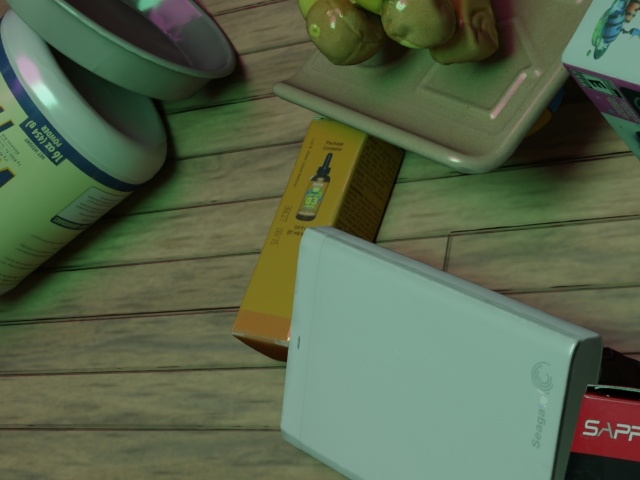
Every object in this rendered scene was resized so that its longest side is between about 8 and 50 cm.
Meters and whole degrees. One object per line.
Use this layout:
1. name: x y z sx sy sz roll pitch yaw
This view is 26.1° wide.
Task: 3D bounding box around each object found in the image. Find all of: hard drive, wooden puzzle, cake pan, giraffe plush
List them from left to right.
1. cake pan: -0.227 -0.250 1.493 0.054 0.293 0.293 -53 45 21
2. giraffe plush: 0.044 -0.225 1.208 0.170 0.181 0.210 -24 31 35
3. hard drive: 0.085 0.125 1.134 0.307 0.040 0.203 23 113 46
4. wooden puzzle: 0.158 -0.213 1.283 0.348 0.080 0.322 -49 37 -9

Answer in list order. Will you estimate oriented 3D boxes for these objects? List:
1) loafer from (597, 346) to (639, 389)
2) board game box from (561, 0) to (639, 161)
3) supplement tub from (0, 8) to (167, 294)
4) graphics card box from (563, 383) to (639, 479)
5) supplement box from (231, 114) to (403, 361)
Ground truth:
1. loafer: 0.161 0.099 1.136 0.220 0.078 0.080 1 67 38
2. board game box: 0.353 -0.076 0.988 0.303 0.224 0.097 24 80 43
3. supplement tub: -0.357 -0.082 1.525 0.325 0.235 0.235 -37 49 15
4. graphics card box: 0.198 0.298 0.818 0.094 0.233 0.371 5 70 38
5. supplement box: 0.000 0.000 1.317 0.078 0.080 0.233 9 73 39
